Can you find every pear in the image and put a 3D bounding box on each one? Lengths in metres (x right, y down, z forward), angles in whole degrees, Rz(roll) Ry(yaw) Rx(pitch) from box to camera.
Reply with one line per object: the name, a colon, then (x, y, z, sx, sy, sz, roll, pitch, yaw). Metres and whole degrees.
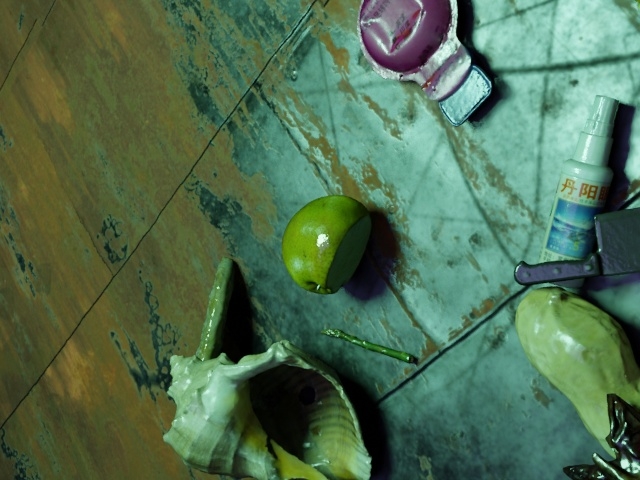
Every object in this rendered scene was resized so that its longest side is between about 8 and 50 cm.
pear: (0.000, 0.000, 1.159, 0.104, 0.141, 0.141, 22, 109, 18)

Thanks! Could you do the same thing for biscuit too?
biscuit: (-0.178, 0.180, 1.339, 0.038, 0.141, 0.290, 14, 105, -5)

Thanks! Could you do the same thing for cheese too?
cheese: (0.128, -0.256, 1.079, 0.155, 0.062, 0.244, -48, 66, 33)

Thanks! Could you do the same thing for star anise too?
star anise: (0.302, 0.259, 0.838, 0.157, 0.053, 0.213, -29, 52, 31)

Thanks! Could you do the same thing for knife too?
knife: (0.330, 0.003, 0.924, 0.245, 0.019, 0.072, -10, 87, 19)

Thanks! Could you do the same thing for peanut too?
peanut: (0.315, 0.158, 0.936, 0.101, 0.117, 0.263, -36, 71, 2)

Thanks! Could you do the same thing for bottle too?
bottle: (0.296, -0.056, 0.963, 0.060, 0.060, 0.217, 20, 107, 36)

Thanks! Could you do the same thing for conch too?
conch: (-0.066, 0.242, 1.218, 0.263, 0.324, 0.186, -50, 19, 36)

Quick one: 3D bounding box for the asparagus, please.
asparagus: (0.064, 0.146, 1.202, 0.162, 0.016, 0.016, 15, 94, 40)

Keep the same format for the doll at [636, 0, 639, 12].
doll: (0.379, -0.337, 0.837, 0.252, 0.111, 0.237, 60, 142, 16)
